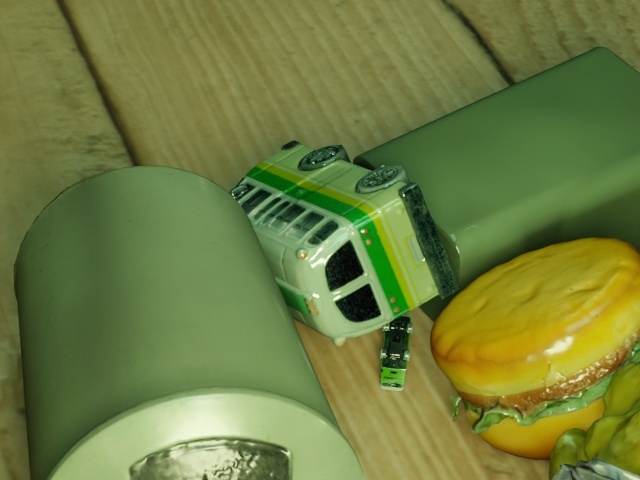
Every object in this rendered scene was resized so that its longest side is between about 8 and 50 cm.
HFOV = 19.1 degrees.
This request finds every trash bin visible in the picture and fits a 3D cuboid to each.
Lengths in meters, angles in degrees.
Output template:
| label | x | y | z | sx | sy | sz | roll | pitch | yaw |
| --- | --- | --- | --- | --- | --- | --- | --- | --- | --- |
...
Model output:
| label | x | y | z | sx | sy | sz | roll | pitch | yaw |
| --- | --- | --- | --- | --- | --- | --- | --- | --- | --- |
| trash bin | -0.131 | 0.149 | 1.677 | 0.280 | 0.280 | 0.432 | -6 | 36 | -12 |
| trash bin | 0.227 | -0.059 | 2.055 | 0.343 | 0.158 | 0.223 | -20 | 44 | -26 |

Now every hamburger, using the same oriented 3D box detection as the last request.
| label | x | y | z | sx | sy | sz | roll | pitch | yaw |
| --- | --- | --- | --- | --- | --- | --- | --- | --- | --- |
| hamburger | 0.232 | 0.116 | 1.804 | 0.246 | 0.170 | 0.246 | -24 | 21 | 10 |

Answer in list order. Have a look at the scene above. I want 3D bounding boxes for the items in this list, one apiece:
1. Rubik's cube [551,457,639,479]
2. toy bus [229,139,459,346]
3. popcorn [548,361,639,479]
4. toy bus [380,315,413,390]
| label | x | y | z | sx | sy | sz | roll | pitch | yaw |
| --- | --- | --- | --- | --- | --- | --- | --- | --- | --- |
| Rubik's cube | 0.244 | 0.391 | 1.363 | 0.310 | 0.307 | 0.305 | 22 | 40 | 19 |
| toy bus | 0.000 | 0.000 | 1.927 | 0.165 | 0.133 | 0.276 | -31 | 23 | -19 |
| popcorn | 0.338 | 0.197 | 1.623 | 0.250 | 0.235 | 0.242 | -20 | 31 | -10 |
| toy bus | 0.076 | 0.112 | 1.925 | 0.031 | 0.037 | 0.083 | 5 | 37 | 3 |
